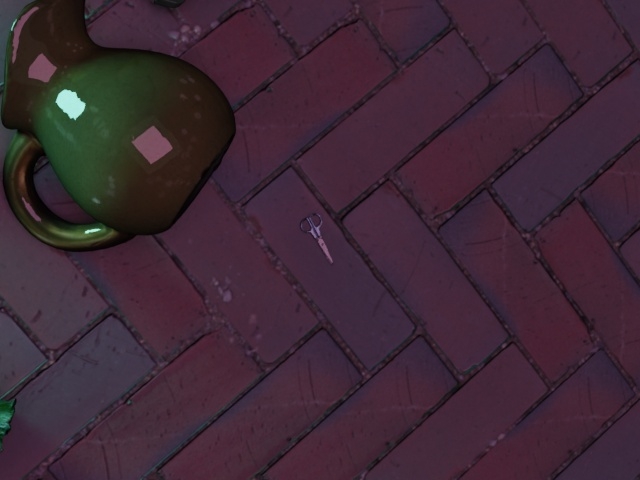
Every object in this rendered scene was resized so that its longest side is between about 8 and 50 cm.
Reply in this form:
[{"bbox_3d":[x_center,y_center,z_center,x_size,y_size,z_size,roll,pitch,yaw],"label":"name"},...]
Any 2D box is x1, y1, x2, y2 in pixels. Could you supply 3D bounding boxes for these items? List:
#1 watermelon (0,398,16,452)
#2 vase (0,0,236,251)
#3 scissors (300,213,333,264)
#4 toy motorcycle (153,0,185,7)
[{"bbox_3d":[-0.524,0.316,1.484,0.151,0.264,0.302,28,90,-15],"label":"watermelon"},{"bbox_3d":[-0.302,-0.128,1.552,0.302,0.241,0.329,35,110,-4],"label":"vase"},{"bbox_3d":[0.000,0.000,1.739,0.036,0.006,0.083,-30,102,-14],"label":"scissors"},{"bbox_3d":[-0.163,-0.490,1.580,0.200,0.191,0.326,24,69,-24],"label":"toy motorcycle"}]
